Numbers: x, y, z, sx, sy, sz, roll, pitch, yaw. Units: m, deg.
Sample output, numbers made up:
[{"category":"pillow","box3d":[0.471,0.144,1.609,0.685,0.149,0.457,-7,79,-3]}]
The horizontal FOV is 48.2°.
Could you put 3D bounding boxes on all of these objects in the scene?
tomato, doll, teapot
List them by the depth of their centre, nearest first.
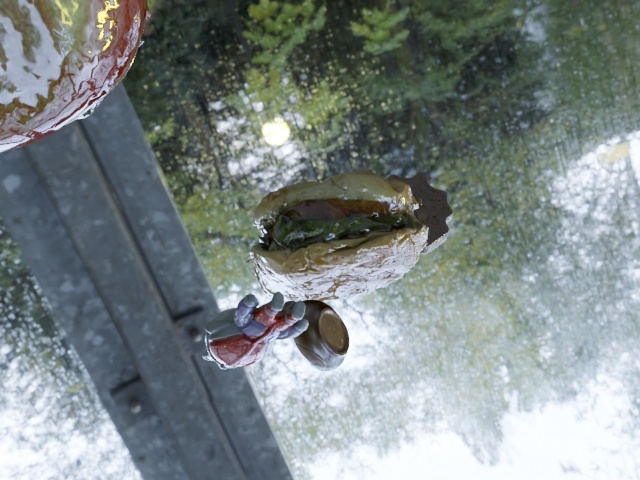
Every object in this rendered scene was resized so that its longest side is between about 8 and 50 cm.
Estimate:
[{"category":"tomato","box3d":[-0.295,-0.220,0.567,0.303,0.239,0.303,-4,-130,5]},{"category":"doll","box3d":[-0.101,0.126,0.961,0.227,0.102,0.075,-37,-146,48]},{"category":"teapot","box3d":[-0.012,0.141,1.074,0.078,0.129,0.098,-19,-145,34]}]

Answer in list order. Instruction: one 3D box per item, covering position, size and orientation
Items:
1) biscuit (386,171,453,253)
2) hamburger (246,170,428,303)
[{"category":"biscuit","box3d":[0.184,-0.065,1.475,0.182,0.034,0.215,20,-132,7]},{"category":"hamburger","box3d":[-0.001,-0.003,1.188,0.330,0.162,0.209,-17,156,20]}]
